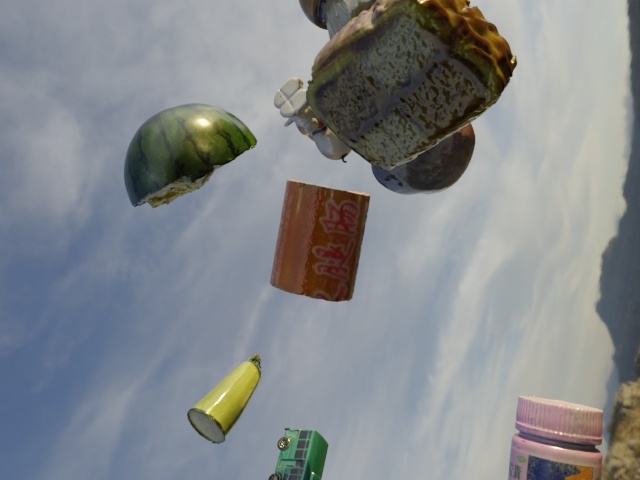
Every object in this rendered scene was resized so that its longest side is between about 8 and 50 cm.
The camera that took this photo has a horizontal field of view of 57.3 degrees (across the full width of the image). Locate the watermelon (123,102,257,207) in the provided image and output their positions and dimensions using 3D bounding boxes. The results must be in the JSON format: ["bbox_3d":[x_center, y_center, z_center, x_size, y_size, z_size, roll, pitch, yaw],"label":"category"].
[{"bbox_3d":[-0.104,-0.068,0.438,0.062,0.105,0.105,59,-139,-10],"label":"watermelon"}]

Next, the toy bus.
[{"bbox_3d":[-0.043,0.459,1.151,0.079,0.091,0.160,59,-146,-38],"label":"toy bus"}]

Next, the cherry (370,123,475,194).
[{"bbox_3d":[0.160,-0.149,0.934,0.176,0.176,0.140,46,-150,-57],"label":"cherry"}]

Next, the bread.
[{"bbox_3d":[0.099,-0.192,0.687,0.181,0.222,0.096,44,-131,-13],"label":"bread"}]

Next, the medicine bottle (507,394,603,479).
[{"bbox_3d":[0.479,0.478,1.203,0.178,0.178,0.291,23,-106,-61],"label":"medicine bottle"}]

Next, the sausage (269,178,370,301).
[{"bbox_3d":[0.000,0.000,1.525,0.233,0.233,0.287,-3,-74,-61],"label":"sausage"}]

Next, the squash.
[{"bbox_3d":[-0.181,0.312,1.226,0.224,0.094,0.094,-51,-38,-50],"label":"squash"}]

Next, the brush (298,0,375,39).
[{"bbox_3d":[0.066,-0.444,1.004,0.174,0.166,0.267,-24,-22,-15],"label":"brush"}]

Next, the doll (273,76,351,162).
[{"bbox_3d":[-0.012,-0.309,1.384,0.144,0.208,0.271,-37,-40,15],"label":"doll"}]
